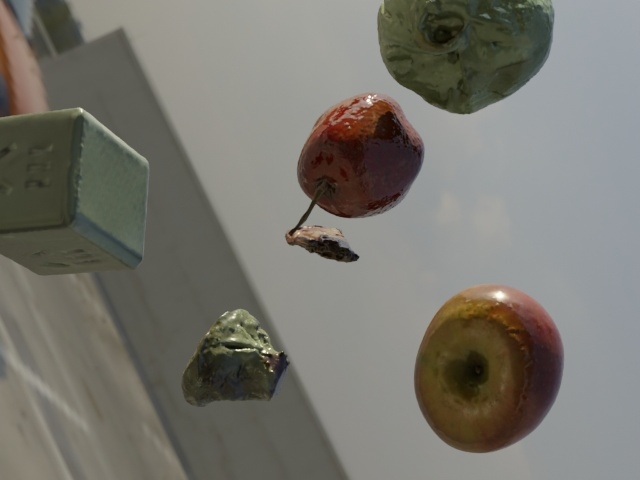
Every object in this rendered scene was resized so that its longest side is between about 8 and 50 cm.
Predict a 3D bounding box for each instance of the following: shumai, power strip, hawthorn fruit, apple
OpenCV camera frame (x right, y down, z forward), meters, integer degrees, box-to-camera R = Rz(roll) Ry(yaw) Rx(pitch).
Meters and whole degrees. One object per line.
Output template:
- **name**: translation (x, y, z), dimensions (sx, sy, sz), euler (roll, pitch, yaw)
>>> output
- **shumai**: translation (-0.085, 0.140, 1.516), dimensions (0.087, 0.124, 0.099), euler (29, -33, 18)
- **power strip**: translation (-0.277, -0.040, 1.594), dimensions (0.224, 0.140, 0.139), euler (41, 46, -62)
- **hawthorn fruit**: translation (0.033, -0.092, 1.751), dimensions (0.162, 0.203, 0.163), euler (15, -59, 27)
- **apple**: translation (0.240, 0.181, 1.994), dimensions (0.210, 0.235, 0.173), euler (41, 13, 26)

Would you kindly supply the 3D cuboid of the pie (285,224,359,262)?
- **pie**: translation (0.000, 0.000, 1.862), dimensions (0.170, 0.092, 0.034), euler (-132, -131, -73)

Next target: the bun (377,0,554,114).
- **bun**: translation (0.168, -0.255, 1.683), dimensions (0.204, 0.212, 0.126), euler (60, 14, -3)
